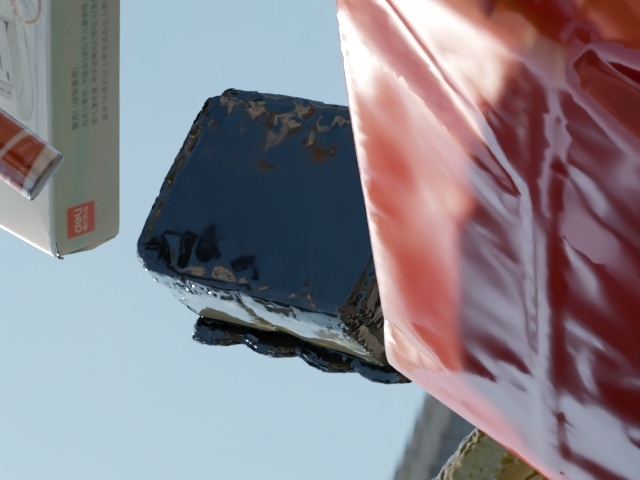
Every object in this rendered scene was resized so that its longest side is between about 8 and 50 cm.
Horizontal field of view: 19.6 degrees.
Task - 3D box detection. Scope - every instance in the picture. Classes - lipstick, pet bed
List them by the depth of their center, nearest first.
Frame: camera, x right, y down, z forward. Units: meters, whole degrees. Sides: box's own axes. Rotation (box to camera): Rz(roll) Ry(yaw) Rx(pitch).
[{"bbox_3d":[-0.231,-0.079,1.212,0.038,0.130,0.038,-54,0,0],"label":"lipstick"},{"bbox_3d":[0.000,0.000,1.359,0.159,0.211,0.183,52,-125,-54],"label":"pet bed"}]

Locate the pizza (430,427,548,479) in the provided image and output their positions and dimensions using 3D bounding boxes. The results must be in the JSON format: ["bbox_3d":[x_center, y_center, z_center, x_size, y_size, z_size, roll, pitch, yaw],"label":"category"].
[{"bbox_3d":[0.160,0.174,1.273,0.087,0.268,0.258,-102,0,-58],"label":"pizza"}]

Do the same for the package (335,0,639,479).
[{"bbox_3d":[0.121,-0.009,0.729,0.123,0.196,0.423,-42,-28,-20],"label":"package"}]

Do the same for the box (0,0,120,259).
[{"bbox_3d":[-0.238,-0.128,1.589,0.079,0.135,0.269,-22,-53,-40],"label":"box"}]
